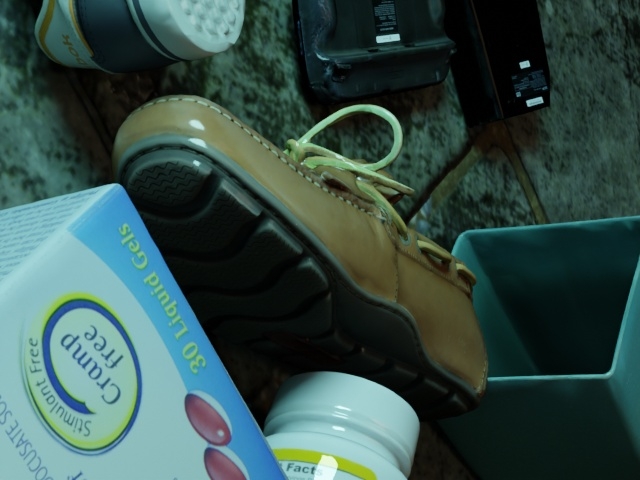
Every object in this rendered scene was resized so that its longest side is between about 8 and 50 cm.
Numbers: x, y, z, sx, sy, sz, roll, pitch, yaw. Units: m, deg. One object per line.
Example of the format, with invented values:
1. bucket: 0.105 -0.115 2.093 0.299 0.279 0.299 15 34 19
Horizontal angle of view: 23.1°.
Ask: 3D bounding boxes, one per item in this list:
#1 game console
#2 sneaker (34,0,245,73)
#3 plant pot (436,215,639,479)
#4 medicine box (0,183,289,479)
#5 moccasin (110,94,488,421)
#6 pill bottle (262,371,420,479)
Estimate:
1. game console: 0.083 -0.192 1.279 0.361 0.044 0.213 -17 93 -55
2. sneaker: -0.119 -0.254 0.938 0.126 0.127 0.321 25 61 -52
3. plant pot: 0.206 0.126 1.257 0.234 0.165 0.165 60 38 -35
4. medicine box: -0.158 0.161 0.748 0.263 0.149 0.289 63 37 -20
5. moccasin: 0.003 -0.001 1.027 0.380 0.139 0.147 31 54 -45
6. pill bottle: -0.006 0.194 0.974 0.119 0.119 0.208 47 46 -36
